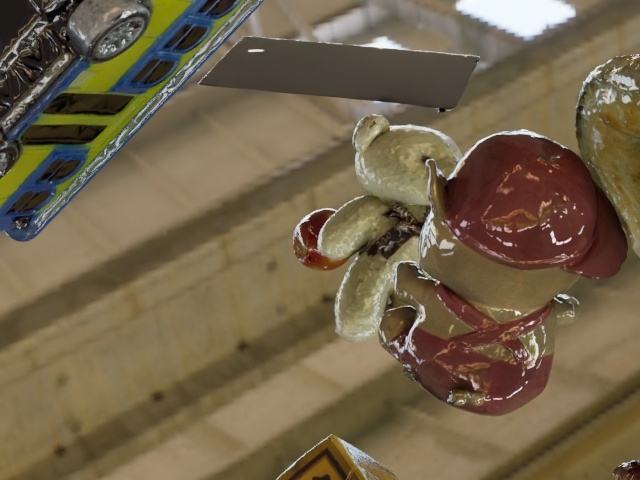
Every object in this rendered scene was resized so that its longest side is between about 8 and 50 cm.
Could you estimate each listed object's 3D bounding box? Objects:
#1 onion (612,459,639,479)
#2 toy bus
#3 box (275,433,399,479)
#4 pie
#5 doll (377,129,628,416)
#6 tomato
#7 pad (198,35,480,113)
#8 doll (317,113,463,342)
[{"bbox_3d":[0.308,0.233,1.098,0.252,0.252,0.219,-35,-114,-31],"label":"onion"},{"bbox_3d":[-0.195,-0.129,1.023,0.138,0.288,0.175,51,-160,11],"label":"toy bus"},{"bbox_3d":[0.093,0.349,1.493,0.084,0.193,0.301,-38,-119,4],"label":"box"},{"bbox_3d":[0.315,-0.041,1.269,0.055,0.274,0.274,-33,-141,-17],"label":"pie"},{"bbox_3d":[0.159,0.023,1.307,0.196,0.255,0.152,-9,-144,-36],"label":"doll"},{"bbox_3d":[0.000,0.000,2.018,0.075,0.087,0.087,-3,-154,-36],"label":"tomato"},{"bbox_3d":[0.023,-0.173,1.551,0.265,0.009,0.159,7,-152,14],"label":"pad"},{"bbox_3d":[0.106,-0.005,1.779,0.149,0.175,0.278,3,-101,41],"label":"doll"}]
